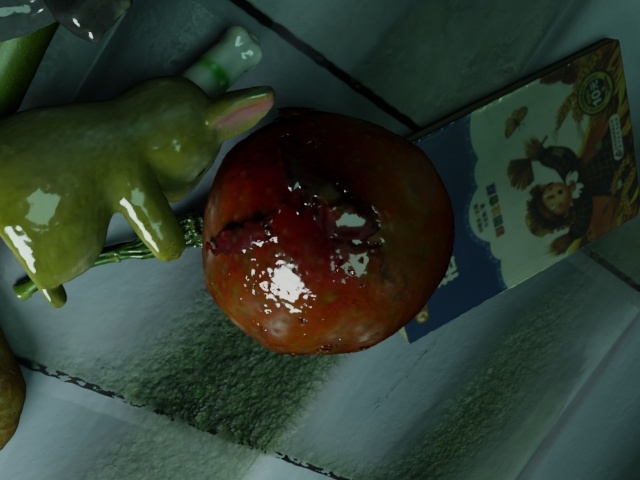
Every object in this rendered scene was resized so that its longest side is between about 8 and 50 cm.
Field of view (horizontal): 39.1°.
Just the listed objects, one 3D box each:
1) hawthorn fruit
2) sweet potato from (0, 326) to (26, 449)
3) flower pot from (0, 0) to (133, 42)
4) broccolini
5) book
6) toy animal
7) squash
[{"bbox_3d":[0.013,-0.009,1.029,0.316,0.316,0.316,-11,118,-22],"label":"hawthorn fruit"},{"bbox_3d":[-0.382,0.143,1.033,0.074,0.075,0.269,-13,115,-21],"label":"sweet potato"},{"bbox_3d":[-0.293,-0.297,0.686,0.299,0.283,0.299,-21,152,-12],"label":"flower pot"},{"bbox_3d":[-0.241,0.020,1.059,0.239,0.051,0.054,-20,83,-13],"label":"broccolini"},{"bbox_3d":[0.262,-0.068,1.270,0.428,0.039,0.300,-28,123,-12],"label":"book"},{"bbox_3d":[-0.186,-0.084,0.941,0.363,0.181,0.180,-24,134,-26],"label":"toy animal"},{"bbox_3d":[-0.314,-0.198,0.895,0.087,0.087,0.331,23,104,-33],"label":"squash"}]
